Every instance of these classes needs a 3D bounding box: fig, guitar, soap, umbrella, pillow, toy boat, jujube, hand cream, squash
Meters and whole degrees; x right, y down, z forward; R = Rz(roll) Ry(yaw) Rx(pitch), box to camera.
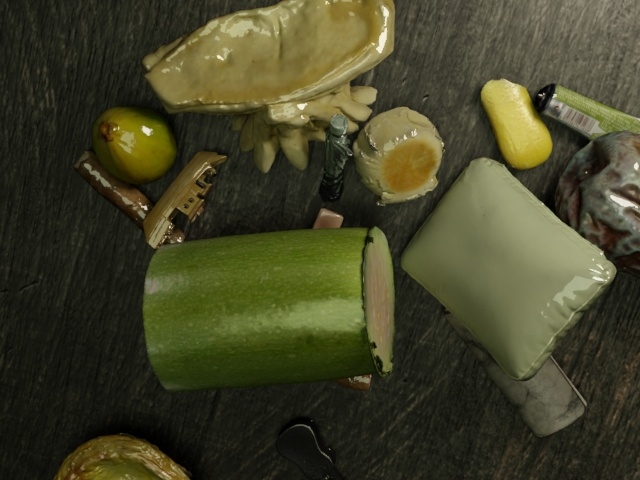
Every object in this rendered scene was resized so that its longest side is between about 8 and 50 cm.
[{"bbox_3d":[-0.323,-0.168,1.541,0.153,0.121,0.136,21,98,-25],"label":"fig"},{"bbox_3d":[0.023,0.452,1.687,0.084,0.038,0.271,-39,97,12],"label":"guitar"},{"bbox_3d":[0.336,-0.203,1.527,0.089,0.033,0.168,-23,100,2],"label":"soap"},{"bbox_3d":[0.029,-0.136,1.506,0.050,0.046,0.188,11,141,3],"label":"umbrella"},{"bbox_3d":[0.300,0.041,1.472,0.322,0.120,0.255,48,113,32],"label":"pillow"},{"bbox_3d":[-0.234,-0.071,1.557,0.072,0.064,0.206,37,81,2],"label":"toy boat"},{"bbox_3d":[0.550,-0.043,1.461,0.317,0.226,0.226,26,103,-8],"label":"jujube"},{"bbox_3d":[0.466,-0.200,1.515,0.235,0.055,0.086,23,104,-11],"label":"hand cream"},{"bbox_3d":[-0.077,0.112,1.493,0.384,0.263,0.263,-5,102,11],"label":"squash"}]

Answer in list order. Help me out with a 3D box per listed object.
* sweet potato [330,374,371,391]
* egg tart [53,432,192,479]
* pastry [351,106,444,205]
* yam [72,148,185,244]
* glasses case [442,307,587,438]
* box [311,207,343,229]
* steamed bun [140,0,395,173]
[{"bbox_3d":[-0.045,0.219,1.629,0.281,0.067,0.059,13,81,4],"label":"sweet potato"},{"bbox_3d":[-0.362,0.491,1.682,0.294,0.123,0.294,0,100,1],"label":"egg tart"},{"bbox_3d":[0.133,-0.143,1.507,0.166,0.088,0.166,-9,129,-12],"label":"pastry"},{"bbox_3d":[-0.343,-0.070,1.592,0.241,0.057,0.057,43,101,-6],"label":"yam"},{"bbox_3d":[0.350,0.213,1.602,0.114,0.060,0.299,-36,97,12],"label":"glasses case"},{"bbox_3d":[0.000,0.000,1.598,0.048,0.025,0.115,24,103,0],"label":"box"},{"bbox_3d":[-0.054,-0.260,1.487,0.428,0.189,0.247,-20,76,7],"label":"steamed bun"}]
